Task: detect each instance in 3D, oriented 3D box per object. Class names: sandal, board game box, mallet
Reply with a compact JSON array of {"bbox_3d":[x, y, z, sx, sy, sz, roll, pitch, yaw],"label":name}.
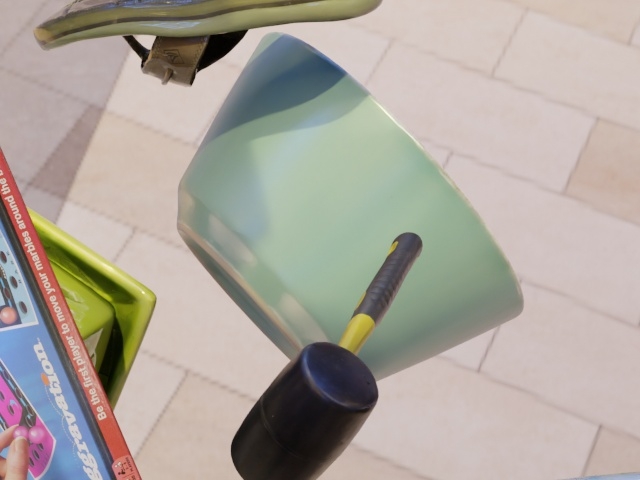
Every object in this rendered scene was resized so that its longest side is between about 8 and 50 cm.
[{"bbox_3d":[-0.090,-0.154,1.019,0.303,0.086,0.120,4,31,33],"label":"sandal"},{"bbox_3d":[-0.197,0.031,0.645,0.145,0.027,0.281,-23,88,-12],"label":"board game box"},{"bbox_3d":[0.010,0.048,0.612,0.039,0.062,0.189,37,23,0],"label":"mallet"}]

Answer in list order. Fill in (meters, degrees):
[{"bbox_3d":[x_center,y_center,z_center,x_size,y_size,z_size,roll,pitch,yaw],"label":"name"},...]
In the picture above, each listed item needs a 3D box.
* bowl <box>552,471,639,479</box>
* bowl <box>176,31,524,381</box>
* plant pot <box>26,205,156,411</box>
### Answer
[{"bbox_3d":[0.084,0.156,0.263,0.289,0.289,0.156,-6,95,-9],"label":"bowl"},{"bbox_3d":[0.000,0.000,1.133,0.163,0.311,0.311,-43,65,-8],"label":"bowl"},{"bbox_3d":[-0.257,0.085,0.946,0.227,0.228,0.207,32,26,15],"label":"plant pot"}]
